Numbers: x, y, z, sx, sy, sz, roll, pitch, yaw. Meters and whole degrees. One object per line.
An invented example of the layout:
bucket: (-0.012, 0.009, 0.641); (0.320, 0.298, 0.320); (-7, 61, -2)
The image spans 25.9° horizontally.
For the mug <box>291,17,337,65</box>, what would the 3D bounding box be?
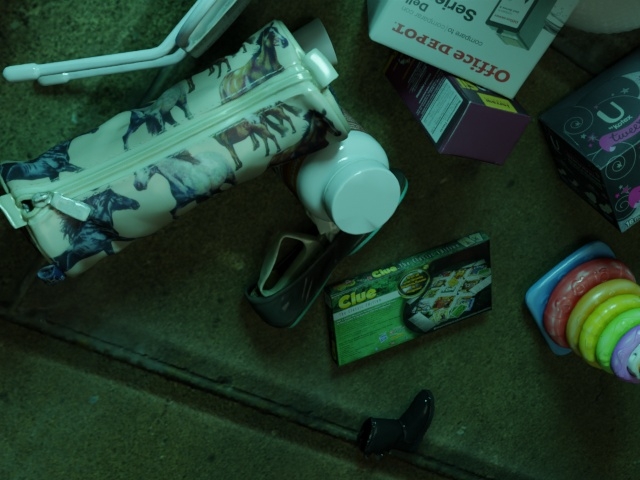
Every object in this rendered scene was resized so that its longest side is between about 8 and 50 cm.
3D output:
mug: (-0.017, -0.229, 1.725); (0.064, 0.062, 0.078); (-24, 122, -3)

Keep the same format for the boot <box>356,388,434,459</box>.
boot: (0.115, 0.283, 2.144); (0.099, 0.045, 0.121); (5, 118, -27)

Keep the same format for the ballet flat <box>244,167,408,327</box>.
ballet flat: (0.000, 0.000, 1.865); (0.096, 0.095, 0.280); (34, 101, -27)

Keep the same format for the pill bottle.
pill bottle: (0.009, -0.099, 1.719); (0.121, 0.216, 0.121); (-14, 126, -21)

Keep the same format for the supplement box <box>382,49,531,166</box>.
supplement box: (0.170, -0.186, 1.765); (0.104, 0.188, 0.081); (10, 124, -33)

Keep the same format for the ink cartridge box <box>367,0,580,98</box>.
ink cartridge box: (0.210, -0.339, 1.656); (0.211, 0.121, 0.289); (21, 125, -15)

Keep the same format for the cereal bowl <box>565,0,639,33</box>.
cereal bowl: (0.406, -0.415, 1.781); (0.339, 0.141, 0.339); (-15, 126, -21)

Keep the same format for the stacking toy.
stacking toy: (0.458, 0.150, 2.072); (0.165, 0.302, 0.175); (-36, 130, -3)

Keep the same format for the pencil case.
pencil case: (-0.168, -0.105, 1.604); (0.410, 0.183, 0.160); (-27, 98, 3)

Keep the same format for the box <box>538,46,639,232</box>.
box: (0.463, -0.161, 1.961); (0.247, 0.163, 0.142); (-35, 132, -4)

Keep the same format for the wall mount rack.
wall mount rack: (-0.181, -0.247, 1.508); (0.130, 0.350, 0.304); (42, 93, -4)

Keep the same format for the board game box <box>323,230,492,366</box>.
board game box: (0.132, 0.085, 2.032); (0.259, 0.030, 0.136); (-19, 129, -17)
